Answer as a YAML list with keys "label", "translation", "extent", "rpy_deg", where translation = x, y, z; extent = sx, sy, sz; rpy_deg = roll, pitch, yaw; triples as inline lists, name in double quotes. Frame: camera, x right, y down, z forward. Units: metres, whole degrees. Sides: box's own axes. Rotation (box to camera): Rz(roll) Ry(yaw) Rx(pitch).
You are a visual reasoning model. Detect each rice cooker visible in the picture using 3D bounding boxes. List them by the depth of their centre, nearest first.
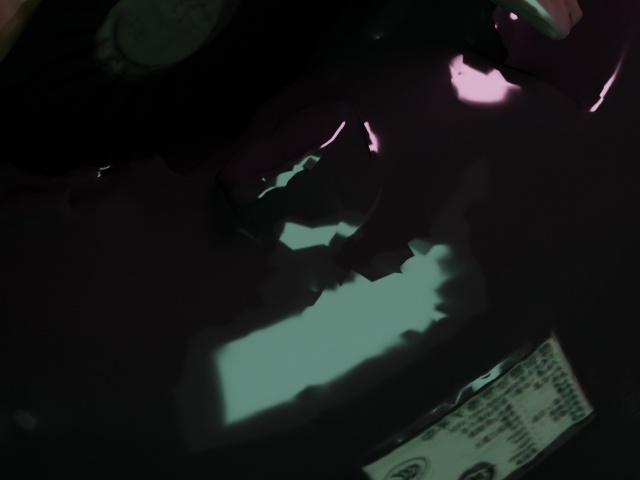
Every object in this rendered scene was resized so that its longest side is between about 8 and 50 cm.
- label: "rice cooker"
  translation: [0.000, 0.000, 0.550]
  extent: [0.267, 0.267, 0.224]
  rpy_deg: [-29, 134, 1]

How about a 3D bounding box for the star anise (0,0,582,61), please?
- label: "star anise"
  translation: [-0.027, -0.174, 0.353]
  extent: [0.349, 0.109, 0.292]
  rpy_deg: [-1, 112, -26]
